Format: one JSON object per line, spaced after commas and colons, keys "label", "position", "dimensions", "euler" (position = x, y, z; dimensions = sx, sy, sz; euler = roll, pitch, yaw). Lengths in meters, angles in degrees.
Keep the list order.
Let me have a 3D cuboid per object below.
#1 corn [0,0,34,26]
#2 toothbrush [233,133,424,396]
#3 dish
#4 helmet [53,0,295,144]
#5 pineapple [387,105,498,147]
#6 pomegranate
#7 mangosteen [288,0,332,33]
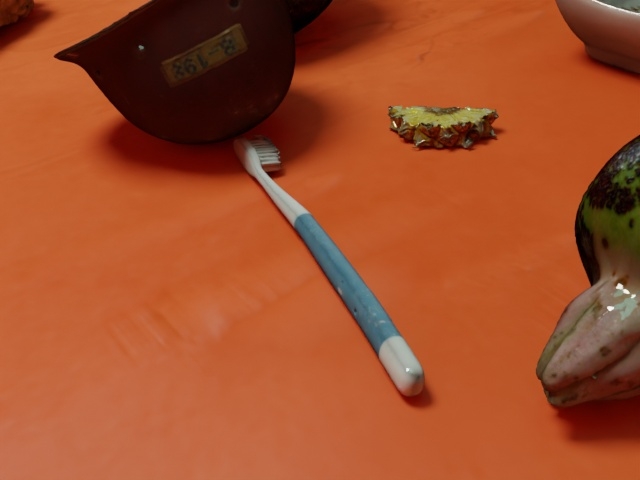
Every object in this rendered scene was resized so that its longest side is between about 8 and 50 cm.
{"label": "corn", "position": [-0.340, -0.193, 0.798], "dimensions": [0.086, 0.087, 0.288], "euler": [8, 38, 16]}
{"label": "toothbrush", "position": [0.000, 0.000, 0.551], "dimensions": [0.025, 0.019, 0.276], "euler": [-9, 35, -21]}
{"label": "dish", "position": [0.300, -0.198, 0.757], "dimensions": [0.151, 0.077, 0.212], "euler": [28, 46, 34]}
{"label": "helmet", "position": [-0.089, -0.120, 0.649], "dimensions": [0.175, 0.106, 0.155], "euler": [-22, 8, -11]}
{"label": "pineapple", "position": [0.086, -0.083, 0.662], "dimensions": [0.083, 0.019, 0.045], "euler": [5, 30, 13]}
{"label": "pomegranate", "position": [0.177, 0.021, 0.443], "dimensions": [0.125, 0.163, 0.138], "euler": [15, 28, -54]}
{"label": "mangosteen", "position": [-0.081, -0.273, 0.798], "dimensions": [0.217, 0.192, 0.192], "euler": [16, 39, 31]}
